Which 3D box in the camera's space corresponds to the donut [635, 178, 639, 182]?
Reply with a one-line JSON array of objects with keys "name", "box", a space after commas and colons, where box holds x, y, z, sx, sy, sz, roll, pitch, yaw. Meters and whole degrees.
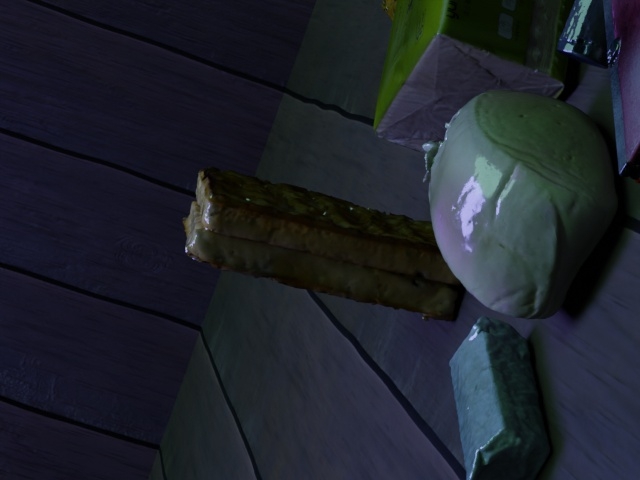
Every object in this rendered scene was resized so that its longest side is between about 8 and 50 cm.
[{"name": "donut", "box": [0.301, -0.130, 1.109, 0.270, 0.103, 0.269, -161, 90, -77]}]

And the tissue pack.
[{"name": "tissue pack", "box": [0.175, -0.250, 1.739, 0.200, 0.167, 0.274, 125, 159, -56]}]

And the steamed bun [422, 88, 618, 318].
[{"name": "steamed bun", "box": [0.170, -0.044, 1.469, 0.238, 0.153, 0.170, -87, 18, -62]}]

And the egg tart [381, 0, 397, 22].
[{"name": "egg tart", "box": [0.160, -0.364, 2.142, 0.295, 0.116, 0.294, -161, 90, -81]}]

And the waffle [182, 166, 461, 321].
[{"name": "waffle", "box": [0.000, 0.001, 1.818, 0.213, 0.308, 0.091, -123, 48, -77]}]

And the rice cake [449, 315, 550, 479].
[{"name": "rice cake", "box": [0.159, 0.146, 1.437, 0.069, 0.063, 0.206, -60, 16, 24]}]

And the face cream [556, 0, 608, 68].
[{"name": "face cream", "box": [0.295, -0.306, 1.496, 0.144, 0.071, 0.291, -140, 69, -73]}]

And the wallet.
[{"name": "wallet", "box": [0.239, -0.164, 1.136, 0.119, 0.025, 0.232, 119, 162, -45]}]
